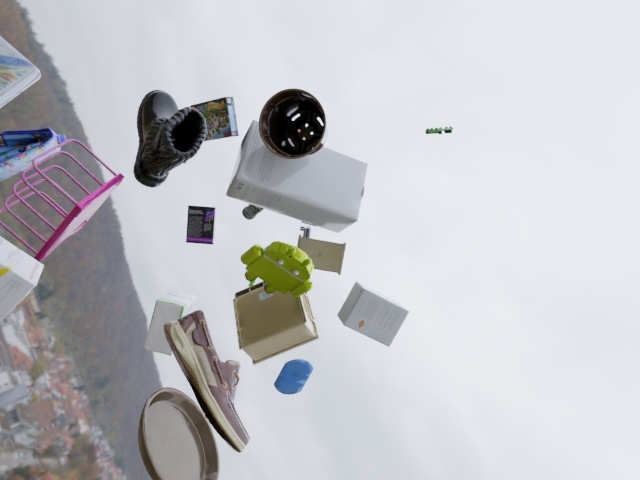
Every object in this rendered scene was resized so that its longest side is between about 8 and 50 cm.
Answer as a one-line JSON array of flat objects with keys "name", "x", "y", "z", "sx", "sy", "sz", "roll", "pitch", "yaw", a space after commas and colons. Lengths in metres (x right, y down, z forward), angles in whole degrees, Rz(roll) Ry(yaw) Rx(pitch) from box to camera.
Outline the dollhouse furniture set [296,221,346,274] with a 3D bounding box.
[{"name": "dollhouse furniture set", "x": 0.000, "y": 0.000, "z": 2.074, "sx": 0.303, "sy": 0.198, "sz": 0.286, "roll": -114, "pitch": -146, "yaw": -84}]

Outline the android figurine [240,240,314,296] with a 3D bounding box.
[{"name": "android figurine", "x": -0.133, "y": 0.094, "z": 1.547, "sx": 0.248, "sy": 0.056, "sz": 0.273, "roll": 37, "pitch": -41, "yaw": -21}]

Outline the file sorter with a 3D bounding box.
[{"name": "file sorter", "x": -0.757, "y": -0.123, "z": 1.364, "sx": 0.290, "sy": 0.202, "sz": 0.182, "roll": -36, "pitch": -73, "yaw": 31}]

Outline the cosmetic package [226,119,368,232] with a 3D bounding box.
[{"name": "cosmetic package", "x": -0.064, "y": -0.177, "z": 1.380, "sx": 0.155, "sy": 0.365, "sz": 0.197, "roll": 148, "pitch": -41, "yaw": -64}]

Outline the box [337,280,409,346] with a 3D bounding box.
[{"name": "box", "x": 0.161, "y": 0.225, "z": 1.461, "sx": 0.130, "sy": 0.170, "sz": 0.091, "roll": -61, "pitch": -165, "yaw": 4}]

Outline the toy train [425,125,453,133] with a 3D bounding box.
[{"name": "toy train", "x": 0.349, "y": -0.322, "z": 1.396, "sx": 0.083, "sy": 0.024, "sz": 0.017, "roll": 1, "pitch": -50, "yaw": 25}]

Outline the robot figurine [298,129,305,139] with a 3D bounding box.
[{"name": "robot figurine", "x": -0.107, "y": -0.411, "z": 2.033, "sx": 0.158, "sy": 0.128, "sz": 0.219, "roll": -18, "pitch": -114, "yaw": 38}]

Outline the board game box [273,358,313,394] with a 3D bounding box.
[{"name": "board game box", "x": -0.112, "y": 0.536, "z": 1.896, "sx": 0.169, "sy": 0.133, "sz": 0.033, "roll": -62, "pitch": -152, "yaw": 10}]

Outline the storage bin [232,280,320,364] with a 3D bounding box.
[{"name": "storage bin", "x": -0.171, "y": 0.272, "z": 1.737, "sx": 0.123, "sy": 0.262, "sz": 0.260, "roll": 59, "pitch": 10, "yaw": -47}]

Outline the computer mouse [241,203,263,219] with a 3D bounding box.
[{"name": "computer mouse", "x": -0.297, "y": -0.162, "z": 2.211, "sx": 0.193, "sy": 0.042, "sz": 0.106, "roll": -31, "pitch": -74, "yaw": 39}]

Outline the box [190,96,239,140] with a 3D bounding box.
[{"name": "box", "x": -0.451, "y": -0.508, "z": 2.006, "sx": 0.233, "sy": 0.044, "sz": 0.159, "roll": 1, "pitch": -76, "yaw": 37}]

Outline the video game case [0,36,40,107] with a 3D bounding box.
[{"name": "video game case", "x": -0.757, "y": -0.313, "z": 0.854, "sx": 0.300, "sy": 0.329, "sz": 0.036, "roll": 42, "pitch": -26, "yaw": -12}]

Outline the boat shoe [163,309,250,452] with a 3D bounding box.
[{"name": "boat shoe", "x": -0.240, "y": 0.323, "z": 1.116, "sx": 0.342, "sy": 0.123, "sz": 0.123, "roll": 59, "pitch": -28, "yaw": 7}]

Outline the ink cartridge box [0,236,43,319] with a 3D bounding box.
[{"name": "ink cartridge box", "x": -1.048, "y": 0.103, "z": 1.507, "sx": 0.232, "sy": 0.168, "sz": 0.171, "roll": 45, "pitch": 0, "yaw": -29}]

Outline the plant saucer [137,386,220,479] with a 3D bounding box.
[{"name": "plant saucer", "x": -0.338, "y": 0.487, "z": 1.132, "sx": 0.278, "sy": 0.041, "sz": 0.278, "roll": 58, "pitch": 8, "yaw": -13}]

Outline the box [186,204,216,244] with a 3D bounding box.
[{"name": "box", "x": -0.510, "y": -0.067, "z": 2.028, "sx": 0.029, "sy": 0.116, "sz": 0.162, "roll": -107, "pitch": -158, "yaw": -84}]

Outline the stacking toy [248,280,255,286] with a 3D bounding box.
[{"name": "stacking toy", "x": -0.182, "y": 0.159, "z": 1.947, "sx": 0.221, "sy": 0.167, "sz": 0.052, "roll": -48, "pitch": -151, "yaw": 42}]

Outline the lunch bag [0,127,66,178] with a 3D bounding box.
[{"name": "lunch bag", "x": -0.996, "y": -0.295, "z": 1.572, "sx": 0.221, "sy": 0.293, "sz": 0.138, "roll": -5, "pitch": -75, "yaw": 67}]

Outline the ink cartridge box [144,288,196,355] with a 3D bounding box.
[{"name": "ink cartridge box", "x": -0.602, "y": 0.323, "z": 1.923, "sx": 0.273, "sy": 0.114, "sz": 0.198, "roll": -143, "pitch": -112, "yaw": -84}]

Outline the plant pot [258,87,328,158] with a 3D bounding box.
[{"name": "plant pot", "x": -0.055, "y": -0.285, "z": 1.211, "sx": 0.165, "sy": 0.167, "sz": 0.167, "roll": -28, "pitch": 98, "yaw": -79}]

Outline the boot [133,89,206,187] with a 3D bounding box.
[{"name": "boot", "x": -0.442, "y": -0.345, "z": 1.405, "sx": 0.260, "sy": 0.131, "sz": 0.348, "roll": -27, "pitch": -120, "yaw": 47}]
